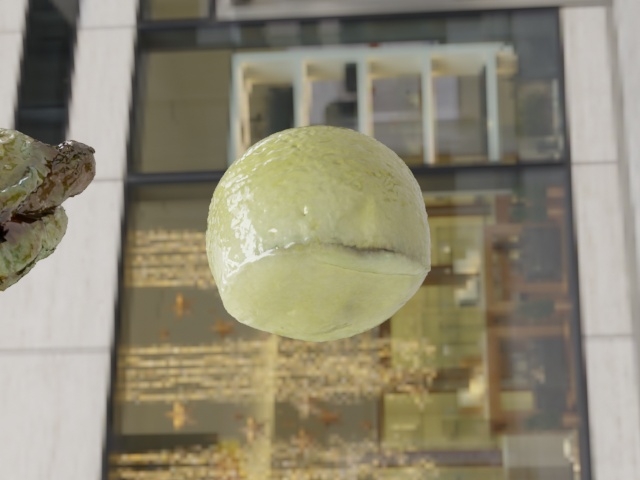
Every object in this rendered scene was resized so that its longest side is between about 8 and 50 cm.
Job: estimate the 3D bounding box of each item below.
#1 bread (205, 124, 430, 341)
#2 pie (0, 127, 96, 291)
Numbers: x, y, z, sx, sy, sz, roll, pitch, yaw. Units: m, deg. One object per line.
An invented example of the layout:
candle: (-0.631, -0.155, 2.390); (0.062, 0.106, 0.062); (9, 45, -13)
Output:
bread: (-0.001, -0.009, 1.976); (0.321, 0.320, 0.237); (82, -177, -49)
pie: (-0.578, -0.061, 1.990); (0.395, 0.418, 0.181); (-47, -36, -57)
